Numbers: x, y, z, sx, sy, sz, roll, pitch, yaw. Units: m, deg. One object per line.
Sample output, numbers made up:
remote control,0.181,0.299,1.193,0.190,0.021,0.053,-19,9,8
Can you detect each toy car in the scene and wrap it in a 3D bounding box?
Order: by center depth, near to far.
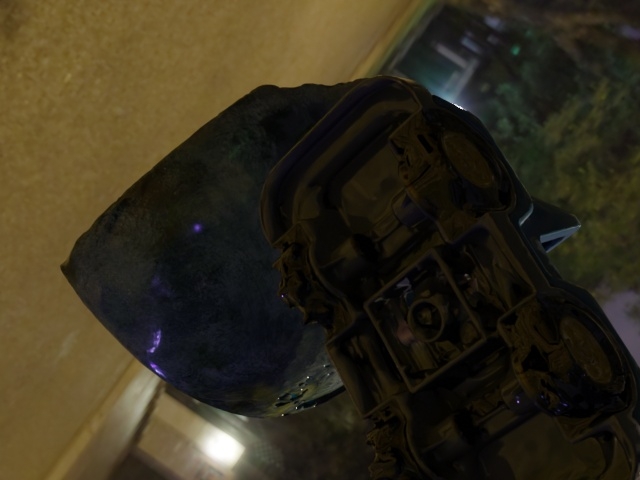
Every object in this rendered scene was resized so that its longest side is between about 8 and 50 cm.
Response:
toy car,0.062,0.032,0.410,0.097,0.191,0.100,-41,158,32

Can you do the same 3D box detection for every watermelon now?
watermelon,0.002,-0.004,0.726,0.321,0.188,0.175,-36,171,-35
